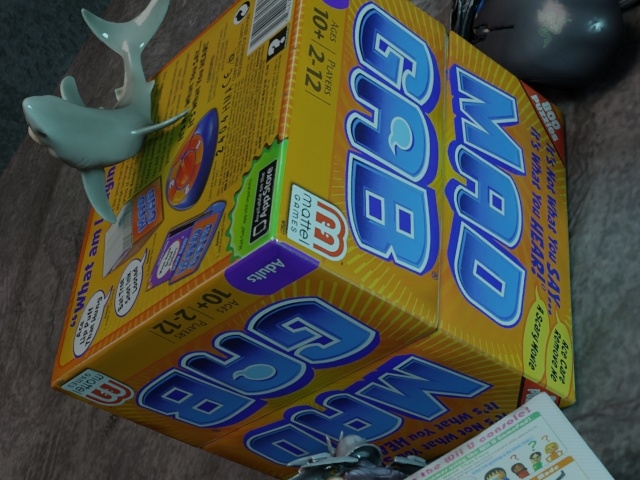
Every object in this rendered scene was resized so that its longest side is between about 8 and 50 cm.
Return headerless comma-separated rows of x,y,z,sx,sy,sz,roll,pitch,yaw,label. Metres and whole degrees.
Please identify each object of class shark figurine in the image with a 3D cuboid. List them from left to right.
-0.180,-0.135,1.165,0.116,0.166,0.278,-16,29,20,shark figurine

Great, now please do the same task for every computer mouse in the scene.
0.210,-0.217,1.288,0.272,0.072,0.188,3,88,58,computer mouse

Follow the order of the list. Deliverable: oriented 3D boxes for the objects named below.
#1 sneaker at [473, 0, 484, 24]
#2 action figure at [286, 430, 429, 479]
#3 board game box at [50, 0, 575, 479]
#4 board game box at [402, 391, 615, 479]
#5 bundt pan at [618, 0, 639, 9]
0.223,-0.322,1.428,0.084,0.058,0.152,-40,28,47,sneaker
0.056,0.290,1.049,0.099,0.185,0.285,116,145,-44,action figure
0.000,0.000,1.195,0.356,0.356,0.356,-31,41,41,board game box
0.136,0.266,0.821,0.224,0.097,0.303,-31,27,2,board game box
0.339,-0.416,1.228,0.331,0.124,0.330,-29,50,42,bundt pan
